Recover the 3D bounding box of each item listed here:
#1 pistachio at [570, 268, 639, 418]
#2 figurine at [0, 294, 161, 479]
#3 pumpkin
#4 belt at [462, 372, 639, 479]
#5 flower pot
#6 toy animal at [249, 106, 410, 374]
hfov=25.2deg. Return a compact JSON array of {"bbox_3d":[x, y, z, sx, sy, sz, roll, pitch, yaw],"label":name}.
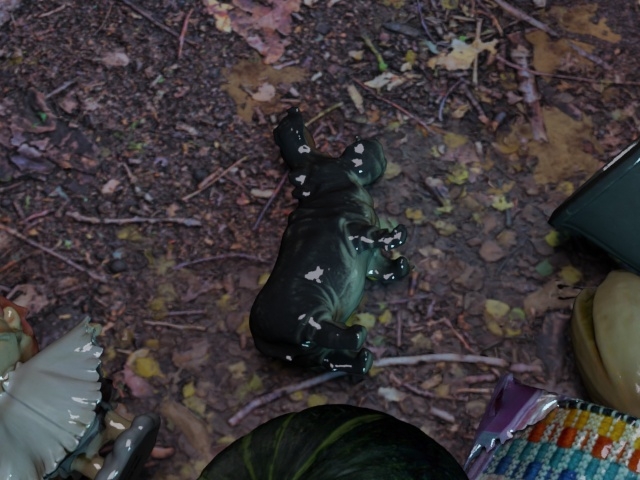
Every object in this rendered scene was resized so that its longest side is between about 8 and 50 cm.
[{"bbox_3d":[0.339,0.128,1.525,0.136,0.136,0.226,-11,53,-6],"label":"pistachio"},{"bbox_3d":[-0.347,0.138,1.492,0.387,0.166,0.207,30,89,15],"label":"figurine"},{"bbox_3d":[0.003,0.307,1.320,0.323,0.241,0.323,-19,50,24],"label":"pumpkin"},{"bbox_3d":[0.300,0.256,1.400,0.295,0.207,0.160,19,64,28],"label":"belt"},{"bbox_3d":[0.399,-0.049,1.575,0.269,0.269,0.166,-40,88,-20],"label":"flower pot"},{"bbox_3d":[0.017,-0.004,1.613,0.168,0.106,0.343,0,53,9],"label":"toy animal"}]
